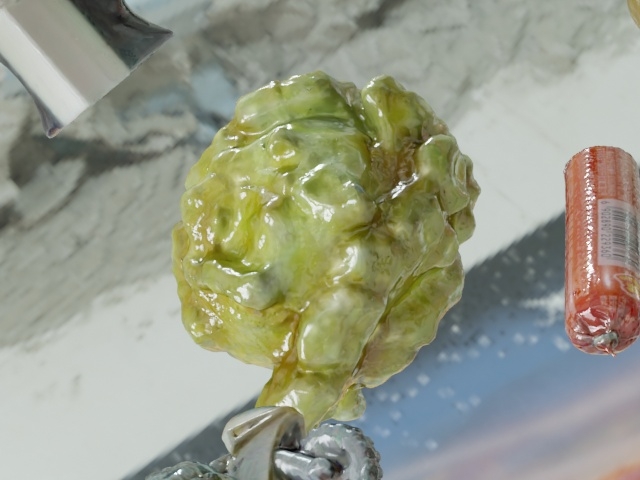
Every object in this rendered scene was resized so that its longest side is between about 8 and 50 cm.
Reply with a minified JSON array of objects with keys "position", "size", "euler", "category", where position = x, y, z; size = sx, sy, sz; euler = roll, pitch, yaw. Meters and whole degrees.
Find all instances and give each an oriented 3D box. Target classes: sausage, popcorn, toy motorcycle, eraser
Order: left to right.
[{"position":[-0.272,-0.254,0.997],"size":[0.096,0.404,0.098],"euler":[-47,11,-28],"category":"eraser"},{"position":[-0.047,0.212,1.063],"size":[0.094,0.130,0.229],"euler":[16,-71,-54],"category":"toy motorcycle"},{"position":[-0.006,0.007,1.401],"size":[0.335,0.279,0.274],"euler":[-46,-16,1],"category":"popcorn"},{"position":[0.115,0.006,0.608],"size":[0.034,0.129,0.034],"euler":[4,-57,6],"category":"sausage"}]

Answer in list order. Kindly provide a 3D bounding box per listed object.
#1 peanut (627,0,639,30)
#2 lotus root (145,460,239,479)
[{"position":[0.303,-0.211,1.190],"size":[0.129,0.129,0.224],"euler":[-47,-27,1],"category":"peanut"},{"position":[0.008,0.213,0.682],"size":[0.158,0.322,0.140],"euler":[-19,-33,-26],"category":"lotus root"}]
